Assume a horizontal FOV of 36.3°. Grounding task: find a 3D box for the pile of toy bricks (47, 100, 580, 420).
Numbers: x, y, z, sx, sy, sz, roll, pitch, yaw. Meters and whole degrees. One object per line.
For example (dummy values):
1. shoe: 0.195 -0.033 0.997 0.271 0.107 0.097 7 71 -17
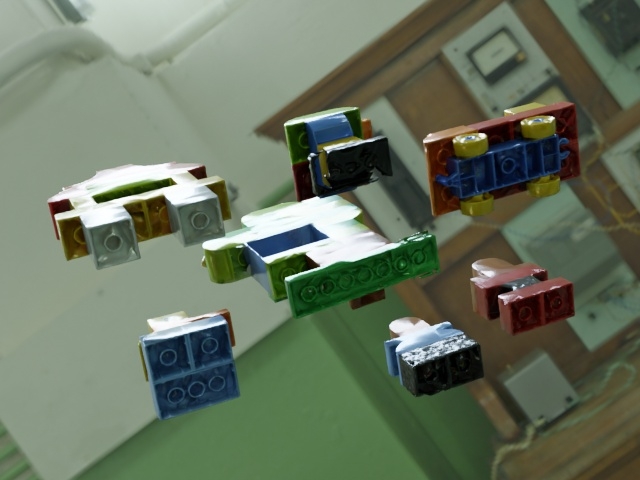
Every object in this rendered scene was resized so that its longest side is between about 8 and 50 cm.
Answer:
1. pile of toy bricks: 0.000 0.000 0.417 0.212 0.118 0.105 -15 20 -17
